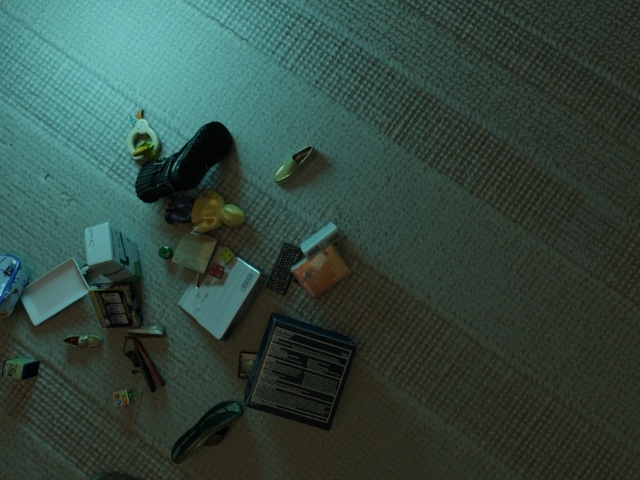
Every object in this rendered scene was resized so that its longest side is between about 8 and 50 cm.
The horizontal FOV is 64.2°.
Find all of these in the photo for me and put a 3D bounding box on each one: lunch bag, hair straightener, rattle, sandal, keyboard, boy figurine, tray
[{"bbox_3d":[-1.213,0.159,1.806,0.303,0.115,0.243,7,56,3],"label":"lunch bag"},{"bbox_3d":[-0.655,0.447,1.835,0.089,0.047,0.230,-34,85,1],"label":"hair straightener"},{"bbox_3d":[-0.670,-0.394,1.847,0.130,0.142,0.200,-5,92,21],"label":"rattle"},{"bbox_3d":[-0.388,0.674,1.787,0.302,0.120,0.086,-39,113,2],"label":"sandal"},{"bbox_3d":[-0.117,0.107,1.837,0.108,0.023,0.180,23,89,4],"label":"keyboard"},{"bbox_3d":[-0.406,-0.107,1.832,0.285,0.092,0.177,4,68,1],"label":"boy figurine"},{"bbox_3d":[-0.967,0.187,1.862,0.270,0.030,0.145,-30,84,10],"label":"tray"}]

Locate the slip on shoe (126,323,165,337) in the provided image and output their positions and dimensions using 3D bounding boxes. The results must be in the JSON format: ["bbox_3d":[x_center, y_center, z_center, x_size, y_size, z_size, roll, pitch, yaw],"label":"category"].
[{"bbox_3d":[-0.630,0.325,1.844,0.135,0.051,0.041,0,56,8],"label":"slip on shoe"}]

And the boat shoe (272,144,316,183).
[{"bbox_3d":[-0.100,-0.280,1.834,0.190,0.072,0.068,-44,85,0],"label":"boat shoe"}]

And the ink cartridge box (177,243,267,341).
[{"bbox_3d":[-0.355,0.182,1.830,0.239,0.060,0.275,31,89,30],"label":"ink cartridge box"}]

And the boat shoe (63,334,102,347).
[{"bbox_3d":[-0.866,0.369,1.853,0.135,0.045,0.050,-1,87,3],"label":"boat shoe"}]

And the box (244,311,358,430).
[{"bbox_3d":[-0.068,0.431,1.714,0.296,0.183,0.294,20,89,-8],"label":"box"}]

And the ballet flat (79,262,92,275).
[{"bbox_3d":[-0.842,0.094,1.872,0.114,0.041,0.041,-35,85,0],"label":"ballet flat"}]

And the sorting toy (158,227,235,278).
[{"bbox_3d":[-0.439,0.042,1.840,0.274,0.046,0.132,19,84,12],"label":"sorting toy"}]

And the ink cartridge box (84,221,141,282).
[{"bbox_3d":[-0.717,0.049,1.766,0.086,0.208,0.153,-17,68,2],"label":"ink cartridge box"}]

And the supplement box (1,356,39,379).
[{"bbox_3d":[-1.082,0.461,1.841,0.083,0.083,0.056,9,86,5],"label":"supplement box"}]

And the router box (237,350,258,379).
[{"bbox_3d":[-0.230,0.447,1.814,0.122,0.038,0.092,4,88,3],"label":"router box"}]

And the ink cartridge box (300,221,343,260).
[{"bbox_3d":[0.000,0.000,1.763,0.145,0.179,0.045,-36,98,1],"label":"ink cartridge box"}]

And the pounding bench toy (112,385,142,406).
[{"bbox_3d":[-0.687,0.553,1.821,0.083,0.065,0.052,-16,85,2],"label":"pounding bench toy"}]

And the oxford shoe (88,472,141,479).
[{"bbox_3d":[-0.637,0.938,1.762,0.396,0.140,0.147,22,95,7],"label":"oxford shoe"}]

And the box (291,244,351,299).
[{"bbox_3d":[0.001,0.103,1.785,0.170,0.091,0.130,-37,95,-1],"label":"box"}]

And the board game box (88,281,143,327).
[{"bbox_3d":[-0.725,0.230,1.812,0.141,0.048,0.170,-2,120,4],"label":"board game box"}]

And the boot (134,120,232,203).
[{"bbox_3d":[-0.494,-0.284,1.827,0.260,0.348,0.131,-10,125,39],"label":"boot"}]
